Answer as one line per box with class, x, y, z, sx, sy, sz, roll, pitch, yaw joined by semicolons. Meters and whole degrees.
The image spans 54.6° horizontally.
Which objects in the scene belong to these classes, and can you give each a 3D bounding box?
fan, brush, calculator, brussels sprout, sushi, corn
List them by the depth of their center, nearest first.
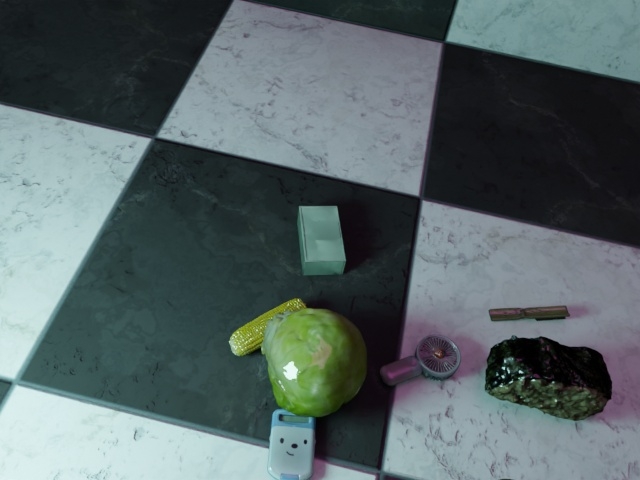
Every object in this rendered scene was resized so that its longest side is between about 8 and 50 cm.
calculator;-0.074;0.528;1.619;0.121;0.039;0.210;7;51;-4
brussels sprout;-0.011;0.318;1.678;0.274;0.242;0.316;-19;48;-2
sushi;0.635;0.387;1.719;0.350;0.211;0.170;14;44;-8
fan;0.286;0.355;1.779;0.244;0.074;0.130;-16;57;-18
corn;-0.151;0.251;1.800;0.248;0.081;0.081;-29;61;-25
brush;0.653;0.234;1.951;0.248;0.036;0.043;-3;48;-2

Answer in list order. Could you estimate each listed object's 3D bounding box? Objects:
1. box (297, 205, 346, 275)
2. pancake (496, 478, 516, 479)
box;0.000;0.000;2.012;0.130;0.086;0.225;-1;52;-9
pancake;0.493;0.718;1.544;0.236;0.042;0.222;32;54;13
